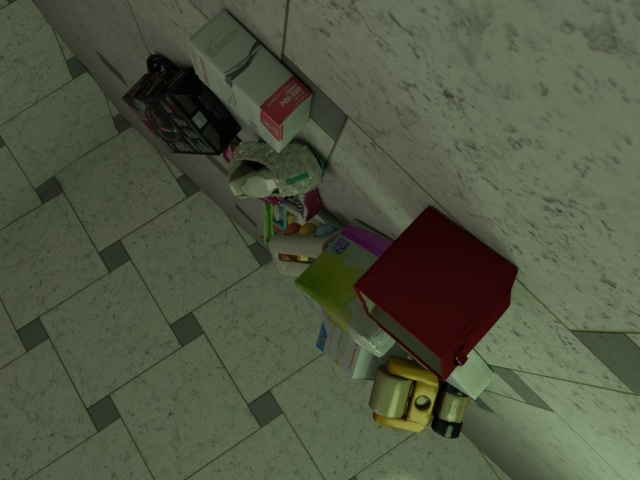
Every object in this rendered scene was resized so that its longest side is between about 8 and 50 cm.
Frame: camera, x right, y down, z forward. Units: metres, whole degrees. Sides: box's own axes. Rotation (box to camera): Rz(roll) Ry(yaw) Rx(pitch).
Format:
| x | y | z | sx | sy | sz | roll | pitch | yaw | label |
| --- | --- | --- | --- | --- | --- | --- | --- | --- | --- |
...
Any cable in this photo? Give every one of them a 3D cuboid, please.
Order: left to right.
| x | y | z | sx | sy | sz | roll | pitch | yaw | label |
| --- | --- | --- | --- | --- | --- | --- | --- | --- | --- |
| -0.413 | -0.453 | 1.739 | 0.184 | 0.047 | 0.150 | 27 | 153 | 37 | cable |

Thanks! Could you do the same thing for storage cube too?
| x | y | z | sx | sy | sz | roll | pitch | yaw | label |
| --- | --- | --- | --- | --- | --- | --- | --- | --- | --- |
| 0.201 | 0.096 | 1.061 | 0.215 | 0.193 | 0.183 | 39 | 169 | 25 | storage cube |

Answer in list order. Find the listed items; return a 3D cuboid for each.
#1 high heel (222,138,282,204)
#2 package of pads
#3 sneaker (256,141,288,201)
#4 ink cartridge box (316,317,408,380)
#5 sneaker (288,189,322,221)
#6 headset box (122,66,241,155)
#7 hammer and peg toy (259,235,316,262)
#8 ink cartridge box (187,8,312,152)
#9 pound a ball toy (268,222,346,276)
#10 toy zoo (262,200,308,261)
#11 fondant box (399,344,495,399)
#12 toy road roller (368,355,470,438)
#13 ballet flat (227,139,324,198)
| x | y | z | sx | sy | sz | roll | pitch | yaw | label |
| --- | --- | --- | --- | --- | --- | --- | --- | --- | --- |
| -0.196 | -0.207 | 1.826 | 0.244 | 0.082 | 0.117 | 48 | 162 | 4 | high heel |
| 0.101 | 0.102 | 1.399 | 0.296 | 0.229 | 0.101 | 33 | 165 | 48 | package of pads |
| -0.129 | -0.190 | 1.637 | 0.178 | 0.072 | 0.077 | 62 | 170 | -23 | sneaker |
| 0.149 | 0.332 | 2.096 | 0.197 | 0.198 | 0.270 | 12 | -172 | -29 | ink cartridge box |
| -0.044 | -0.110 | 1.613 | 0.075 | 0.063 | 0.170 | 43 | 168 | 20 | sneaker |
| -0.390 | -0.347 | 1.689 | 0.293 | 0.110 | 0.218 | 11 | 148 | 48 | headset box |
| -0.065 | 0.070 | 2.291 | 0.266 | 0.127 | 0.361 | 32 | 162 | 53 | hammer and peg toy |
| -0.124 | -0.280 | 1.106 | 0.218 | 0.092 | 0.158 | 42 | 171 | 2 | ink cartridge box |
| 0.000 | 0.000 | 1.698 | 0.319 | 0.208 | 0.135 | 6 | 118 | 57 | pound a ball toy |
| -0.107 | -0.032 | 1.985 | 0.293 | 0.030 | 0.192 | 33 | 129 | 51 | toy zoo |
| 0.307 | 0.288 | 1.751 | 0.238 | 0.096 | 0.330 | 47 | 169 | -21 | fondant box |
| 0.322 | 0.479 | 1.994 | 0.330 | 0.202 | 0.240 | 12 | -169 | -4 | toy road roller |
| -0.143 | -0.155 | 1.432 | 0.147 | 0.147 | 0.409 | 48 | 161 | -23 | ballet flat |
